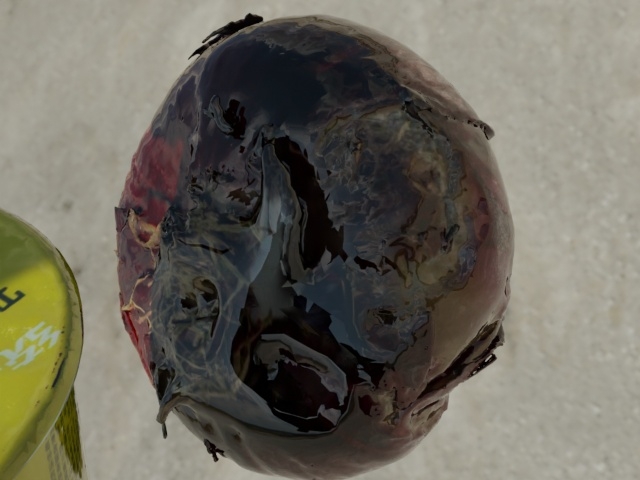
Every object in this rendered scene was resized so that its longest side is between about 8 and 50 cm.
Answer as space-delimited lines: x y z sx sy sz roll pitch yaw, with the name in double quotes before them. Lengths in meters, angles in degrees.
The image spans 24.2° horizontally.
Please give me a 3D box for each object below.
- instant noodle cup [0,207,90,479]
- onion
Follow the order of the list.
"instant noodle cup" -0.239 0.162 0.699 0.325 0.254 0.326 -7 36 5
"onion" 0.000 0.000 0.997 0.314 0.232 0.314 7 100 42
